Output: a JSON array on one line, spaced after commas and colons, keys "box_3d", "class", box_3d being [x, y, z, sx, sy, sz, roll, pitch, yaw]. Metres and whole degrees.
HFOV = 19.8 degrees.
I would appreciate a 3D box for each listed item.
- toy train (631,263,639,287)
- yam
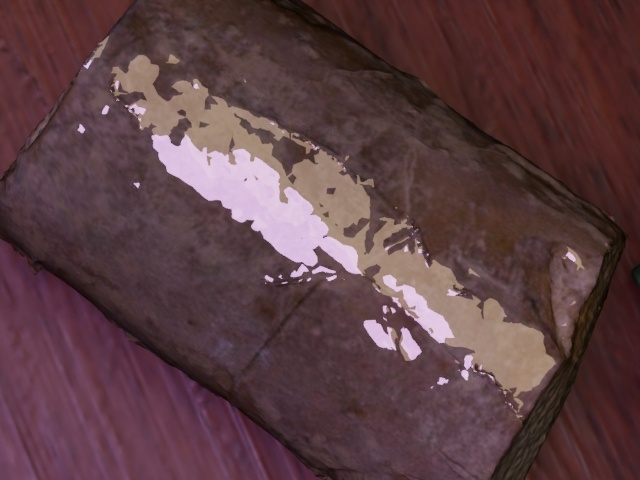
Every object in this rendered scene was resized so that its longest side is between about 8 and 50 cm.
[{"box_3d": [0.269, -0.009, 0.789, 0.271, 0.188, 0.159, -34, 84, -11], "class": "toy train"}, {"box_3d": [0.000, 0.000, 0.768, 0.268, 0.161, 0.161, 36, 75, 4], "class": "yam"}]
